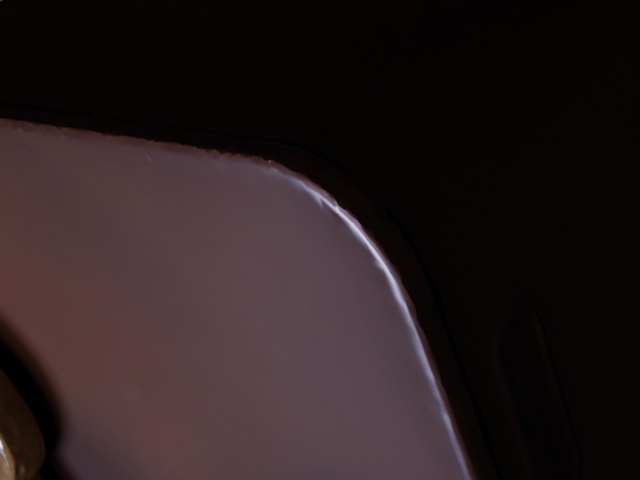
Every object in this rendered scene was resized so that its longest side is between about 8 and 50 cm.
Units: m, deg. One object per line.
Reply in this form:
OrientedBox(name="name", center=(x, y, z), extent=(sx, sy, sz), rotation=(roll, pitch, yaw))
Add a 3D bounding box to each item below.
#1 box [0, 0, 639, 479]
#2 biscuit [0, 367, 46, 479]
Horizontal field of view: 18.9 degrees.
OrientedBox(name="box", center=(0.000, 0.000, 0.789), extent=(0.339, 0.229, 0.239), rotation=(10, 129, 44))
OrientedBox(name="biscuit", center=(-0.178, 0.059, 0.818), extent=(0.144, 0.040, 0.236), rotation=(1, 121, 55))
